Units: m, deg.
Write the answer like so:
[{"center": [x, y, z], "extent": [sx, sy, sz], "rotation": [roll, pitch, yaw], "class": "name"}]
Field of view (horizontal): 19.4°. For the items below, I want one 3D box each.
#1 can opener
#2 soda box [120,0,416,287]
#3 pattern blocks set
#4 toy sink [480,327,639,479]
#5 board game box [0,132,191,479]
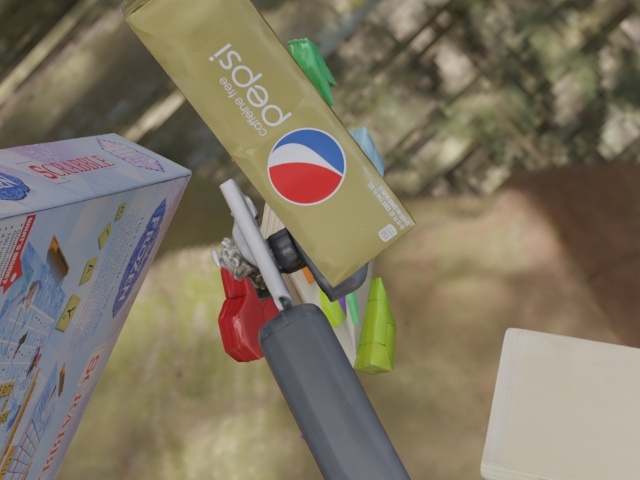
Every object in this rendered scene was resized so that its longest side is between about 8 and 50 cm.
[{"center": [0.006, 0.065, 1.146], "extent": [0.074, 0.093, 0.280], "rotation": [60, 6, -57], "class": "can opener"}, {"center": [-0.028, -0.067, 0.983], "extent": [0.181, 0.058, 0.061], "rotation": [52, 3, -17], "class": "soda box"}, {"center": [0.000, 0.000, 1.416], "extent": [0.285, 0.026, 0.325], "rotation": [53, 32, -48], "class": "pattern blocks set"}, {"center": [0.266, 0.146, 1.454], "extent": [0.234, 0.131, 0.153], "rotation": [9, -4, 27], "class": "toy sink"}, {"center": [-0.211, 0.098, 1.089], "extent": [0.066, 0.319, 0.318], "rotation": [27, 11, 10], "class": "board game box"}]
